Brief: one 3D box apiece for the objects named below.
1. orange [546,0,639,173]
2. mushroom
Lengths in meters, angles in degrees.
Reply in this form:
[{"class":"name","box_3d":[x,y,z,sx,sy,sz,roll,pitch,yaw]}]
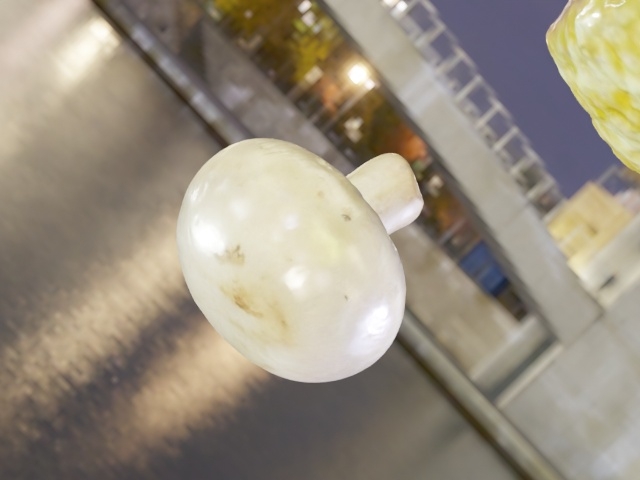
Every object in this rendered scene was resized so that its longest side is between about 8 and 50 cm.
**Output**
[{"class":"orange","box_3d":[0.301,-0.122,0.950,0.210,0.271,0.368,60,17,9]},{"class":"mushroom","box_3d":[0.000,0.000,1.243,0.207,0.215,0.207,32,-39,31]}]
